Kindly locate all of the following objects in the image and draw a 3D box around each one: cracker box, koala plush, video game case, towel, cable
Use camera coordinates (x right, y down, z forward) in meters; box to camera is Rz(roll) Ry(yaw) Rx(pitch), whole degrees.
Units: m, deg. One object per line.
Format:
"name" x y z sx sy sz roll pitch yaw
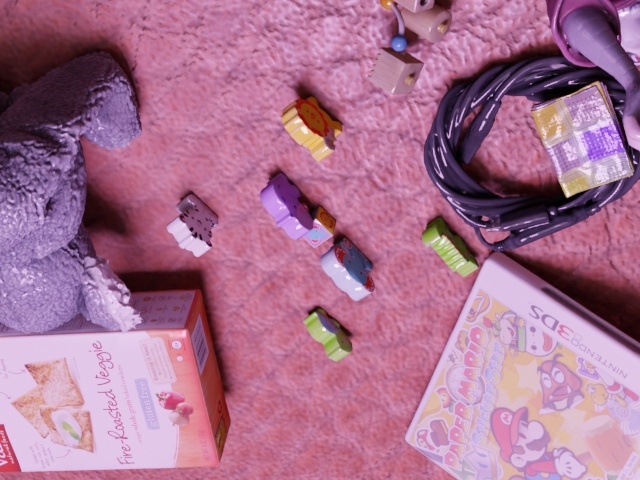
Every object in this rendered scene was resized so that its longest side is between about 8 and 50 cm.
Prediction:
"cracker box" -0.210 0.130 1.254 0.232 0.067 0.155 -3 122 11
"koala plush" -0.248 -0.011 1.134 0.196 0.203 0.221 0 128 10
"video game case" 0.193 0.152 1.213 0.206 0.026 0.227 35 128 20
"towel" 0.202 -0.078 1.071 0.060 0.009 0.083 -18 110 16
"cable" 0.178 -0.078 1.107 0.184 0.047 0.150 -24 109 19

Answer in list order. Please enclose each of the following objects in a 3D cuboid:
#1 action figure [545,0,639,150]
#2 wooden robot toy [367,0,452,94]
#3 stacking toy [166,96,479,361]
"action figure" 0.177 -0.237 0.907 0.276 0.248 0.370 32 158 28
"wooden robot toy" 0.061 -0.201 1.042 0.079 0.076 0.173 34 132 30
"stacking toy" 0.000 0.000 1.182 0.167 0.052 0.221 -36 112 29
